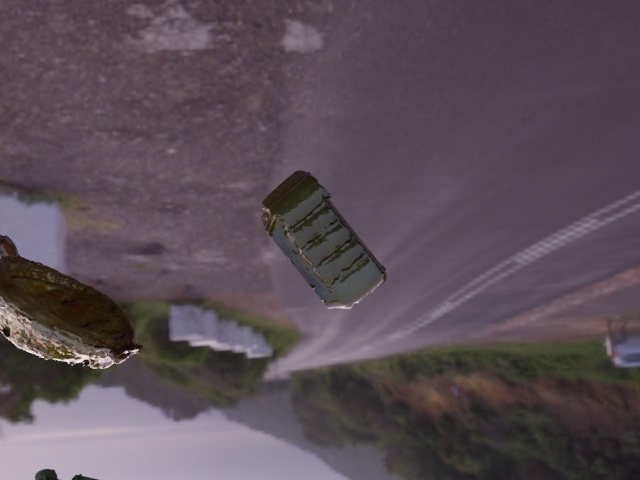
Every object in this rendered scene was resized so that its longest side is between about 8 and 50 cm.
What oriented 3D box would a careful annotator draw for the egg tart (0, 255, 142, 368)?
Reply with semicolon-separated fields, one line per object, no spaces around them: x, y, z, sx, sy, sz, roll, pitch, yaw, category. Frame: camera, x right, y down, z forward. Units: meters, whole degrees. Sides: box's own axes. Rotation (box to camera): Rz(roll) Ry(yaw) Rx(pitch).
-0.406;0.119;1.522;0.279;0.095;0.279;30;-173;-4;egg tart

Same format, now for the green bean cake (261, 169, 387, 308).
0.000;0.000;1.744;0.124;0.236;0.233;-38;-172;1;green bean cake

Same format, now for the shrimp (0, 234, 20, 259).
-0.593;0.059;1.682;0.035;0.147;0.195;22;-147;33;shrimp

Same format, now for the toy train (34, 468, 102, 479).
-0.419;0.500;1.639;0.115;0.269;0.154;-46;130;13;toy train
